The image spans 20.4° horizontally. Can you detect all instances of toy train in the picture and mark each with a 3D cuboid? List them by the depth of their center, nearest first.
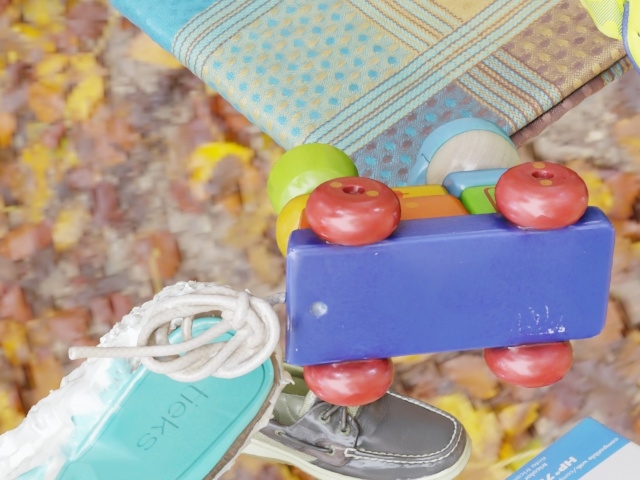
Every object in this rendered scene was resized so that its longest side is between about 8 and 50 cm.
[{"bbox_3d":[0.000,0.000,0.844,0.248,0.143,0.105,-5,119,-10],"label":"toy train"}]

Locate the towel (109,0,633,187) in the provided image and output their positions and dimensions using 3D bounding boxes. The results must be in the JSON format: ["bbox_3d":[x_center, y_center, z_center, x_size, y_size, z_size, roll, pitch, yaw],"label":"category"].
[{"bbox_3d":[0.040,-0.168,1.154,0.271,0.040,0.370,-35,47,-13],"label":"towel"}]

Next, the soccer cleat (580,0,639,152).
[{"bbox_3d":[0.171,-0.147,0.882,0.121,0.093,0.289,2,131,34],"label":"soccer cleat"}]

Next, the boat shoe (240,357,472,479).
[{"bbox_3d":[0.003,0.132,1.347,0.223,0.080,0.073,10,139,23],"label":"boat shoe"}]

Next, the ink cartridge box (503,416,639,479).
[{"bbox_3d":[0.194,0.196,0.915,0.134,0.078,0.231,61,167,-23],"label":"ink cartridge box"}]

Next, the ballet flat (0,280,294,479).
[{"bbox_3d":[-0.179,0.185,1.126,0.409,0.147,0.147,-45,73,-3],"label":"ballet flat"}]
